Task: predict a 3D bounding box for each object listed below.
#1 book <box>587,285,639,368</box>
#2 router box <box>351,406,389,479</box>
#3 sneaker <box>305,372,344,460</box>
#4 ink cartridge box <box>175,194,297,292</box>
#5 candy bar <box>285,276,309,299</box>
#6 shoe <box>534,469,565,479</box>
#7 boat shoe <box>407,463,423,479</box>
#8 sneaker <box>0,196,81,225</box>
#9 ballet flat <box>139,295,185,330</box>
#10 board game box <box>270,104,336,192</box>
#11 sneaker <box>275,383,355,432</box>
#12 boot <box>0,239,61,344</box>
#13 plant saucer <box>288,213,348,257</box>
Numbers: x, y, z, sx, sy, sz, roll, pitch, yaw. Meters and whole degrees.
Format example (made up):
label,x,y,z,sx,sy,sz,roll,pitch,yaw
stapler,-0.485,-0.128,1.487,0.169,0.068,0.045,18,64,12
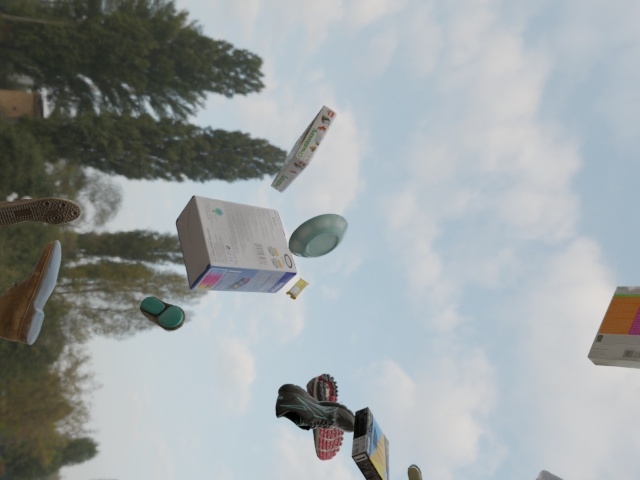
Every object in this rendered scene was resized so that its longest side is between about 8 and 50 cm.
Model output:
label,x,y,z,sx,sy,sz,roll,pitch,yaw
book,0.500,0.137,0.858,0.144,0.035,0.096,-52,-166,-21
router box,0.134,0.549,1.415,0.133,0.046,0.179,60,16,-15
sneaker,0.009,0.647,1.965,0.112,0.120,0.300,-31,-131,40
ink cartridge box,-0.249,0.025,1.775,0.151,0.395,0.270,-44,-126,37
candy bar,-0.073,0.154,1.748,0.040,0.161,0.018,38,-69,3
shoe,0.494,0.544,1.158,0.076,0.219,0.058,26,-89,39
boat shoe,0.287,0.733,1.591,0.048,0.042,0.133,-12,-98,14
sneaker,-0.654,-0.076,1.237,0.071,0.188,0.066,-132,-137,-57
ballet flat,-0.410,0.206,1.437,0.213,0.072,0.068,17,-37,45
board game box,-0.058,-0.276,1.681,0.193,0.053,0.305,-63,-169,-19
sneaker,-0.016,0.533,1.619,0.106,0.267,0.101,-70,-176,-52
boot,-0.815,0.129,1.498,0.112,0.115,0.306,108,-8,-62
plant saucer,0.000,0.000,1.604,0.195,0.194,0.038,-61,-139,39
